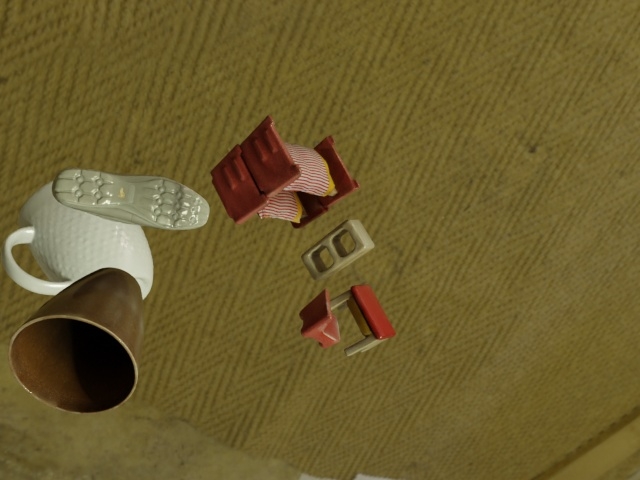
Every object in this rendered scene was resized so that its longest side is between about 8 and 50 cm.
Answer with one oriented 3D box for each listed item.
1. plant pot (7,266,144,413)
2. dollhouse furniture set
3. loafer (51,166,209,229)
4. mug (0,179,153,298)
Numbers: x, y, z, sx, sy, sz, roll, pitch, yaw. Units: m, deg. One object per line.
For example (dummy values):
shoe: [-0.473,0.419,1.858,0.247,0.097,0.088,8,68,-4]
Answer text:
plant pot: [-0.407,0.153,1.210,0.216,0.230,0.215,1,121,2]
dollhouse furniture set: [0.000,0.000,1.106,0.152,0.374,0.201,-37,162,25]
loafer: [-0.396,-0.088,1.414,0.320,0.111,0.111,14,83,-23]
mug: [-0.631,0.035,1.739,0.374,0.328,0.276,-11,144,-48]
